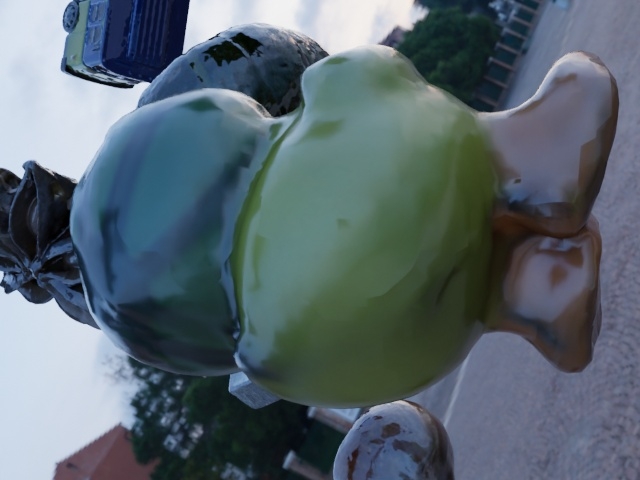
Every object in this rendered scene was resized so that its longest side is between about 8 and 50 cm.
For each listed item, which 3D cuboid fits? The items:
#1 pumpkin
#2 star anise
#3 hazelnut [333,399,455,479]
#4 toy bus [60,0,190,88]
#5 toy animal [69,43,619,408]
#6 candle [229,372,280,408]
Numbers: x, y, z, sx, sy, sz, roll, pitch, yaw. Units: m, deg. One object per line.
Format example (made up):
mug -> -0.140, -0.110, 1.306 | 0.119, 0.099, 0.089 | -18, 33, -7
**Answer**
pumpkin -> -0.073, -0.099, 0.762 | 0.223, 0.157, 0.224 | -29, -17, -10
star anise -> -0.242, 0.001, 0.724 | 0.073, 0.212, 0.197 | -55, -22, -39
hazelnut -> 0.089, 0.257, 0.901 | 0.143, 0.143, 0.154 | 10, -87, -84
toy bus -> -0.299, -0.389, 1.259 | 0.138, 0.175, 0.288 | 7, -89, -44
toy animal -> -0.002, 0.001, 0.485 | 0.191, 0.338, 0.216 | -60, -35, -55
candle -> -0.073, 0.186, 1.280 | 0.168, 0.068, 0.192 | -54, 28, -12
